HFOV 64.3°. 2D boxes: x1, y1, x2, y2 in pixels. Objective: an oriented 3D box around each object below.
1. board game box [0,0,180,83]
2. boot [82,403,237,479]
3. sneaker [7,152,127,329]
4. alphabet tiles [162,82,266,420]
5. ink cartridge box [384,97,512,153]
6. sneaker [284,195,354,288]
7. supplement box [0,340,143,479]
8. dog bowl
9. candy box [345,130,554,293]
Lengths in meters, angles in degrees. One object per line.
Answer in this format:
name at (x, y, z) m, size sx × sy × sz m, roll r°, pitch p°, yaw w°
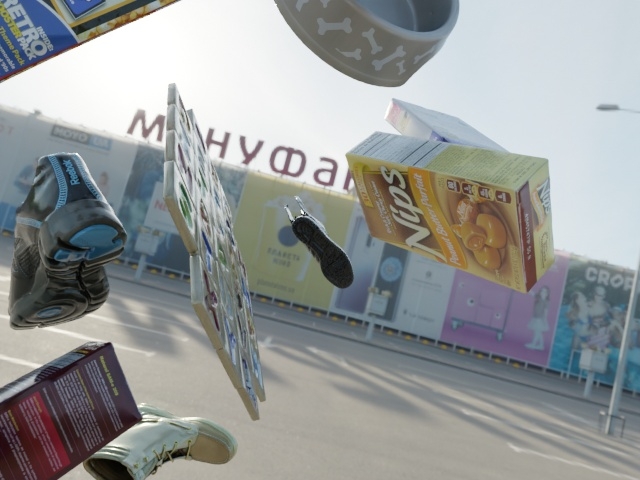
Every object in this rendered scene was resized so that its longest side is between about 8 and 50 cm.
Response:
board game box at (-0.158, -0.194, 0.296) m, size 0.045 × 0.193 × 0.147 m, roll 14°, pitch -45°, yaw 46°
boot at (-0.261, 0.361, 0.855) m, size 0.213 × 0.077 × 0.165 m, roll 15°, pitch 13°, yaw 7°
sneaker at (-0.368, 0.018, 0.723) m, size 0.125 × 0.140 × 0.341 m, roll -9°, pitch -25°, yaw -46°
alphabet tiles at (-0.111, 0.004, 0.554) m, size 0.011 × 0.342 × 0.285 m, roll -16°, pitch -50°, yaw -3°
ink cartridge box at (0.273, -0.207, 1.062) m, size 0.185 × 0.065 × 0.311 m, roll 9°, pitch 25°, yaw -22°
sneaker at (-0.002, 0.002, 0.862) m, size 0.170 × 0.051 × 0.089 m, roll 51°, pitch 6°, yaw -5°
supplement box at (-0.370, 0.244, 0.663) m, size 0.073 × 0.130 × 0.239 m, roll -6°, pitch 15°, yaw 41°
dog bowl at (0.086, -0.434, 0.855) m, size 0.348 × 0.349 × 0.102 m, roll 18°, pitch -28°, yaw -24°
candy box at (0.194, -0.056, 0.801) m, size 0.316 × 0.087 × 0.183 m, roll 22°, pitch -38°, yaw 46°
